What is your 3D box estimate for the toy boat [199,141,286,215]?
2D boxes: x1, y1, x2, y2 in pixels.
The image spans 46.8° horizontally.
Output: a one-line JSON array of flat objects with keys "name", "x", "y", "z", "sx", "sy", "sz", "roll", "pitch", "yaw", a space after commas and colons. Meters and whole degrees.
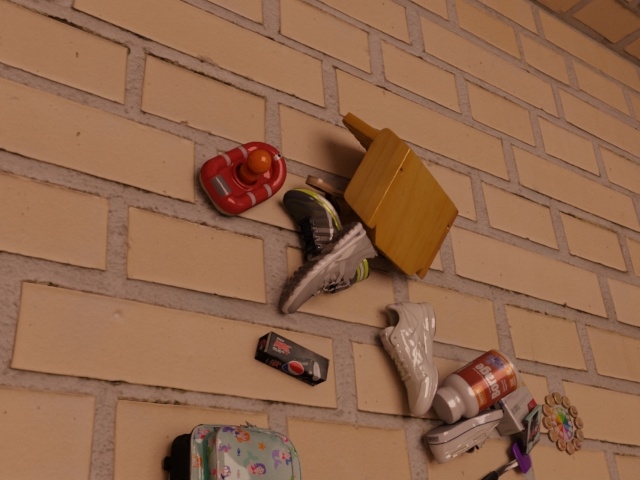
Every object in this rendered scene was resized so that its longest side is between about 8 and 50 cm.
[{"name": "toy boat", "x": -0.168, "y": -0.168, "z": 1.782, "sx": 0.231, "sy": 0.151, "sz": 0.151, "roll": -33, "pitch": 89, "yaw": -45}]

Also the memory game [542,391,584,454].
[{"name": "memory game", "x": 0.724, "y": 0.544, "z": 2.205, "sx": 0.186, "sy": 0.012, "sz": 0.186, "roll": 19, "pitch": 55, "yaw": -31}]

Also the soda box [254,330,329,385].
[{"name": "soda box", "x": -0.063, "y": 0.271, "z": 1.687, "sx": 0.169, "sy": 0.053, "sz": 0.060, "roll": 29, "pitch": 51, "yaw": -23}]

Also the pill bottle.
[{"name": "pill bottle", "x": 0.395, "y": 0.379, "z": 1.903, "sx": 0.216, "sy": 0.121, "sz": 0.121, "roll": -26, "pitch": 83, "yaw": -22}]

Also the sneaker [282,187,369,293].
[{"name": "sneaker", "x": 0.000, "y": 0.000, "z": 1.860, "sx": 0.300, "sy": 0.111, "sz": 0.121, "roll": 52, "pitch": 49, "yaw": 0}]

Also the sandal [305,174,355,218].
[{"name": "sandal", "x": 0.037, "y": -0.095, "z": 1.972, "sx": 0.240, "sy": 0.088, "sz": 0.079, "roll": 26, "pitch": 86, "yaw": -44}]

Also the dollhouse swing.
[{"name": "dollhouse swing", "x": 0.154, "y": -0.126, "z": 2.002, "sx": 0.315, "sy": 0.305, "sz": 0.347, "roll": -61, "pitch": 142, "yaw": -9}]

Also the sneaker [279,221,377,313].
[{"name": "sneaker", "x": 0.024, "y": 0.084, "z": 1.762, "sx": 0.281, "sy": 0.105, "sz": 0.115, "roll": -43, "pitch": 103, "yaw": -9}]

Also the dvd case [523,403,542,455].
[{"name": "dvd case", "x": 0.581, "y": 0.519, "z": 2.026, "sx": 0.087, "sy": 0.013, "sz": 0.119, "roll": -27, "pitch": 123, "yaw": -45}]

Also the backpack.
[{"name": "backpack", "x": -0.150, "y": 0.467, "z": 1.422, "sx": 0.254, "sy": 0.191, "sz": 0.225, "roll": 19, "pitch": 54, "yaw": -37}]

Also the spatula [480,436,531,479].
[{"name": "spatula", "x": 0.483, "y": 0.610, "z": 1.957, "sx": 0.296, "sy": 0.030, "sz": 0.084, "roll": -16, "pitch": 79, "yaw": -44}]

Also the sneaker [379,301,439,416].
[{"name": "sneaker", "x": 0.219, "y": 0.299, "z": 1.887, "sx": 0.152, "sy": 0.114, "sz": 0.305, "roll": 9, "pitch": 59, "yaw": -14}]

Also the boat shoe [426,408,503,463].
[{"name": "boat shoe", "x": 0.380, "y": 0.499, "z": 1.894, "sx": 0.268, "sy": 0.096, "sz": 0.088, "roll": -9, "pitch": 83, "yaw": -45}]

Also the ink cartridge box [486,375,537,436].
[{"name": "ink cartridge box", "x": 0.512, "y": 0.431, "z": 2.052, "sx": 0.127, "sy": 0.072, "sz": 0.175, "roll": -27, "pitch": 84, "yaw": -44}]
